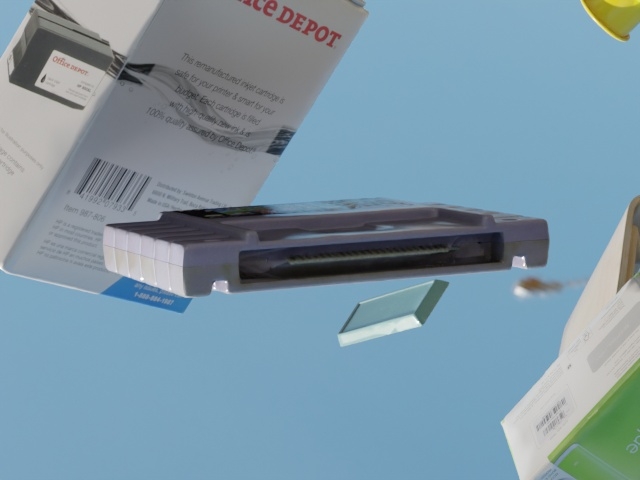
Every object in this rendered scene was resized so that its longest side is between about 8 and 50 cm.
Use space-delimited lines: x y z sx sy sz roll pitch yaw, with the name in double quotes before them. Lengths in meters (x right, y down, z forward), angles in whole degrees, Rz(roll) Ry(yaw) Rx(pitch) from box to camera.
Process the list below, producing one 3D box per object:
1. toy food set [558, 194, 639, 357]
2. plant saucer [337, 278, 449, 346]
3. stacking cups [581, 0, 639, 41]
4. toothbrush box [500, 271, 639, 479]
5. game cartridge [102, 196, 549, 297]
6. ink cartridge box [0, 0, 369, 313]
"toy food set" 0.342 0.121 1.928 0.092 0.219 0.306 19 -135 0
"plant saucer" 0.082 0.085 2.021 0.018 0.192 0.067 42 -117 -15
"stacking cups" 0.499 -0.413 2.327 0.096 0.316 0.096 36 -154 -20
"toothbrush box" 0.346 0.197 1.591 0.283 0.206 0.122 34 -161 -20
"game cartridge" 0.000 0.000 1.563 0.355 0.068 0.230 -4 -169 -25
"ink cartridge box" -0.171 -0.146 1.742 0.166 0.395 0.285 40 -168 34
